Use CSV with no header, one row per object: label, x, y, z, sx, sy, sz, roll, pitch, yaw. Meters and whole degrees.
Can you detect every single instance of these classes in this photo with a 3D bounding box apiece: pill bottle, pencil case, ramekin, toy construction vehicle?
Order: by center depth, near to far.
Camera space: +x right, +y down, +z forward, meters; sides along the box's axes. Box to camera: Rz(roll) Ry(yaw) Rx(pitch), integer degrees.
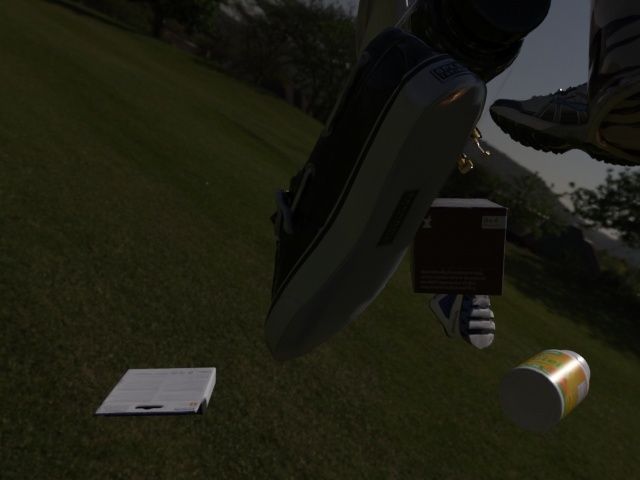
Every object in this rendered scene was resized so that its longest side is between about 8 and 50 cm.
pencil case,0.395,-0.275,0.579,0.184,0.410,0.160,1,-29,25
pill bottle,0.144,-0.219,0.586,0.123,0.122,0.219,26,-14,-11
toy construction vehicle,0.294,-0.196,1.098,0.035,0.086,0.098,-1,61,-52
ramekin,0.174,-0.442,1.134,0.127,0.272,0.273,-6,21,-13
pill bottle,0.517,0.324,1.192,0.246,0.136,0.136,-7,34,-46

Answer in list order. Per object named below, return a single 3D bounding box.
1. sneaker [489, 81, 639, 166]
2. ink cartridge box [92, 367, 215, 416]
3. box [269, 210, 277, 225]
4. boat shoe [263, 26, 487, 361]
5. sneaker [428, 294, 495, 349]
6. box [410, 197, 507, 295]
sneaker,0.439,-0.217,0.920,0.283,0.122,0.110,24,-1,33
ink cartridge box,-0.366,0.357,1.204,0.223,0.045,0.224,-1,10,0
box,0.000,0.000,1.121,0.180,0.077,0.147,59,28,14
boat shoe,0.013,-0.025,0.452,0.113,0.306,0.105,-12,49,-41
sneaker,0.400,0.147,1.529,0.128,0.315,0.182,13,-11,-33
box,0.267,0.005,1.066,0.169,0.166,0.203,2,9,8
